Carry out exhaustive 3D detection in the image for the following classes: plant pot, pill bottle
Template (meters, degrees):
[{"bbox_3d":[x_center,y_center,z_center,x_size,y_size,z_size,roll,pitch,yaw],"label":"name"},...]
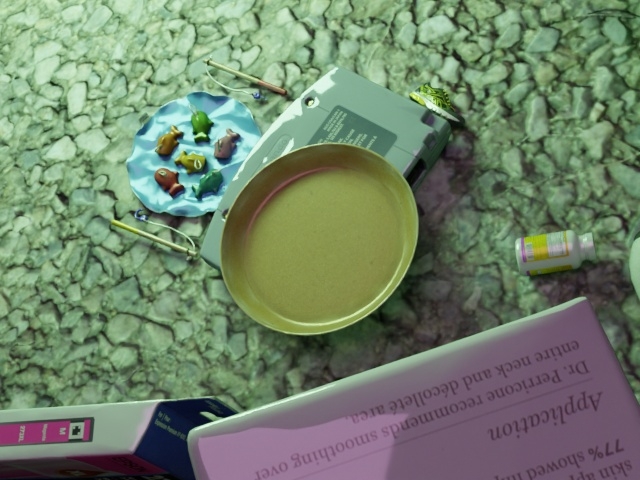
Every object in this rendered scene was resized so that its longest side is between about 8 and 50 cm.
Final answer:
[{"bbox_3d":[0.000,0.000,1.278,0.236,0.032,0.236,-7,66,17],"label":"plant pot"},{"bbox_3d":[0.258,0.013,1.231,0.083,0.043,0.043,-9,64,15],"label":"pill bottle"}]

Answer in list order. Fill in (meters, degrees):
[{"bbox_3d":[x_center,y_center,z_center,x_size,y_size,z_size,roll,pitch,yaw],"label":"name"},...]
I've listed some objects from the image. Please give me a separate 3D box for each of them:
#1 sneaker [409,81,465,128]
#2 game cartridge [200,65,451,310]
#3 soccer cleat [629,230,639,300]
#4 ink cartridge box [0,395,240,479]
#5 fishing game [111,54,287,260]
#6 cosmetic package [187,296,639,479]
[{"bbox_3d":[0.145,-0.166,1.358,0.083,0.031,0.035,37,82,29],"label":"sneaker"},{"bbox_3d":[-0.003,-0.061,1.354,0.198,0.062,0.297,30,80,32],"label":"game cartridge"},{"bbox_3d":[0.481,0.032,1.118,0.331,0.116,0.143,-6,81,19],"label":"soccer cleat"},{"bbox_3d":[-0.256,0.230,1.241,0.371,0.176,0.069,-8,65,16],"label":"ink cartridge box"},{"bbox_3d":[-0.167,-0.117,1.445,0.189,0.041,0.264,25,77,25],"label":"fishing game"},{"bbox_3d":[0.113,0.314,0.901,0.330,0.327,0.393,-17,69,-7],"label":"cosmetic package"}]
